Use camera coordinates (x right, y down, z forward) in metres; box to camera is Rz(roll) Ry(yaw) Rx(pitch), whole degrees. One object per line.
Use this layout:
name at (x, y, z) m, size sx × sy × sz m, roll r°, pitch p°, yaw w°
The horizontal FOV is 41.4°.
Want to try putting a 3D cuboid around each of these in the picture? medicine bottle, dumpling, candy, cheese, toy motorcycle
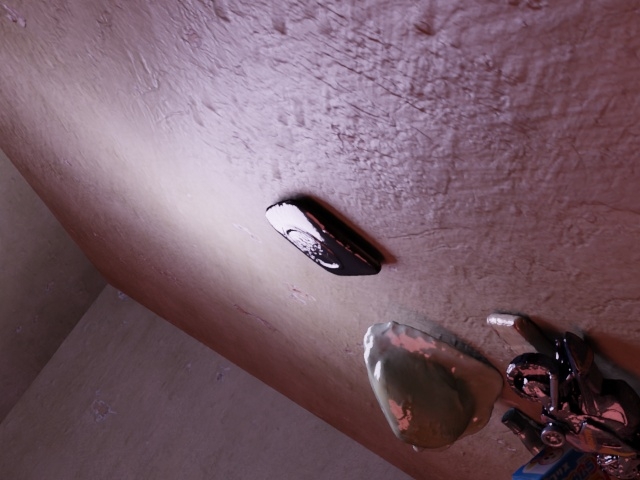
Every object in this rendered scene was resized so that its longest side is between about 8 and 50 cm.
medicine bottle at (0.476, 0.444, 1.819) m, size 0.208 × 0.054 × 0.090 m, roll 42°, pitch 179°, yaw -5°
dumpling at (0.215, 0.322, 1.739) m, size 0.270 × 0.212 × 0.320 m, roll 21°, pitch 169°, yaw 28°
candy at (0.534, 0.561, 1.715) m, size 0.306 × 0.157 × 0.100 m, roll 59°, pitch 157°, yaw -3°
cheese at (0.429, 0.249, 1.446) m, size 0.400 × 0.034 × 0.085 m, roll 42°, pitch 161°, yaw -24°
toy motorcycle at (0.439, 0.268, 1.336) m, size 0.307 × 0.108 × 0.173 m, roll 42°, pitch 133°, yaw -12°

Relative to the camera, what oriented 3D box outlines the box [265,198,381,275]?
box at (0.000, 0.000, 1.549) m, size 0.212 × 0.042 × 0.201 m, roll 39°, pitch 164°, yaw -13°
